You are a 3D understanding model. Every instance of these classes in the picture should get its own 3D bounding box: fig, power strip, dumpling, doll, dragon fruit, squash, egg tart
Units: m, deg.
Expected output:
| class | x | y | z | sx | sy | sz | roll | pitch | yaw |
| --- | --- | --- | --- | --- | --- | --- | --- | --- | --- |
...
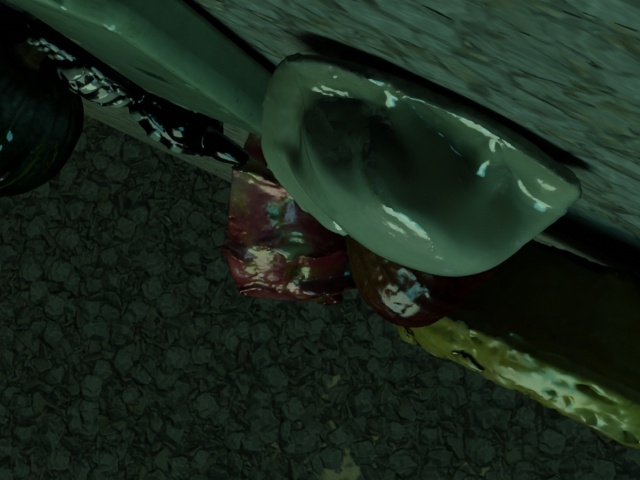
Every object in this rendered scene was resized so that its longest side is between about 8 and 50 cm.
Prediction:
| class | x | y | z | sx | sy | sz | roll | pitch | yaw |
| --- | --- | --- | --- | --- | --- | --- | --- | --- | --- |
| fig | 0.069 | -0.024 | 1.050 | 0.119 | 0.119 | 0.153 | 24 | 134 | 53 |
| power strip | -0.109 | -0.130 | 1.036 | 0.118 | 0.046 | 0.270 | 23 | 176 | 24 |
| dumpling | 0.043 | -0.042 | 0.888 | 0.176 | 0.092 | 0.150 | 32 | 169 | 46 |
| doll | -0.154 | -0.129 | 1.414 | 0.219 | 0.067 | 0.091 | 33 | 174 | -19 |
| dragon fruit | 0.006 | 0.009 | 1.603 | 0.126 | 0.161 | 0.274 | 28 | 178 | 30 |
| squash | -0.345 | -0.149 | 1.674 | 0.218 | 0.218 | 0.172 | 27 | 136 | -32 |
| egg tart | 0.185 | 0.067 | 1.174 | 0.290 | 0.115 | 0.290 | 21 | -178 | -1 |
